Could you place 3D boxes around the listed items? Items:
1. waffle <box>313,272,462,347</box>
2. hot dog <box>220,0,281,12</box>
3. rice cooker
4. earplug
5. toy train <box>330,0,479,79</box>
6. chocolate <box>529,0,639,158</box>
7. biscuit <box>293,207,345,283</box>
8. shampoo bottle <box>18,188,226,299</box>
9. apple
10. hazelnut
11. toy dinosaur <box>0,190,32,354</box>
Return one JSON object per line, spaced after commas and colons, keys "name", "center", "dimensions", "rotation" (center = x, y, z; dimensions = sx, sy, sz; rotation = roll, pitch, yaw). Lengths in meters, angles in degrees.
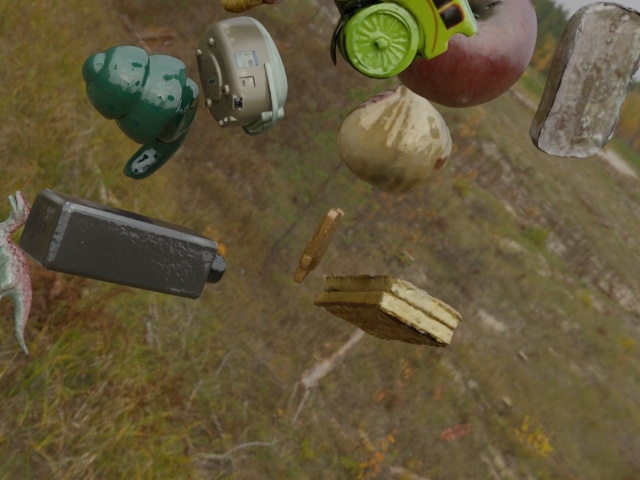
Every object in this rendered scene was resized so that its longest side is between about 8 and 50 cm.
{"name": "waffle", "center": [0.147, 0.155, 1.666], "dimensions": [0.213, 0.091, 0.308], "rotation": [30, -15, -22]}
{"name": "hot dog", "center": [-0.060, -0.423, 1.223], "dimensions": [0.066, 0.216, 0.047], "rotation": [-154, -139, -78]}
{"name": "rice cooker", "center": [-0.139, -0.285, 1.290], "dimensions": [0.127, 0.145, 0.206], "rotation": [-11, 89, -32]}
{"name": "earplug", "center": [-0.324, -0.241, 1.341], "dimensions": [0.280, 0.258, 0.163], "rotation": [32, 60, -44]}
{"name": "toy train", "center": [-0.007, -0.194, 0.354], "dimensions": [0.249, 0.085, 0.053], "rotation": [57, 9, -24]}
{"name": "chocolate", "center": [0.514, -0.313, 1.455], "dimensions": [0.185, 0.303, 0.100], "rotation": [4, 20, -30]}
{"name": "biscuit", "center": [0.000, 0.000, 1.417], "dimensions": [0.035, 0.250, 0.162], "rotation": [30, 66, 3]}
{"name": "shampoo bottle", "center": [-0.216, 0.011, 0.870], "dimensions": [0.246, 0.079, 0.080], "rotation": [17, 5, -45]}
{"name": "apple", "center": [0.145, -0.210, 0.774], "dimensions": [0.153, 0.153, 0.120], "rotation": [50, -17, 19]}
{"name": "hazelnut", "center": [0.174, -0.225, 1.653], "dimensions": [0.261, 0.241, 0.261], "rotation": [19, 6, -2]}
{"name": "toy dinosaur", "center": [-0.506, 0.060, 1.215], "dimensions": [0.242, 0.167, 0.053], "rotation": [59, -2, 7]}
